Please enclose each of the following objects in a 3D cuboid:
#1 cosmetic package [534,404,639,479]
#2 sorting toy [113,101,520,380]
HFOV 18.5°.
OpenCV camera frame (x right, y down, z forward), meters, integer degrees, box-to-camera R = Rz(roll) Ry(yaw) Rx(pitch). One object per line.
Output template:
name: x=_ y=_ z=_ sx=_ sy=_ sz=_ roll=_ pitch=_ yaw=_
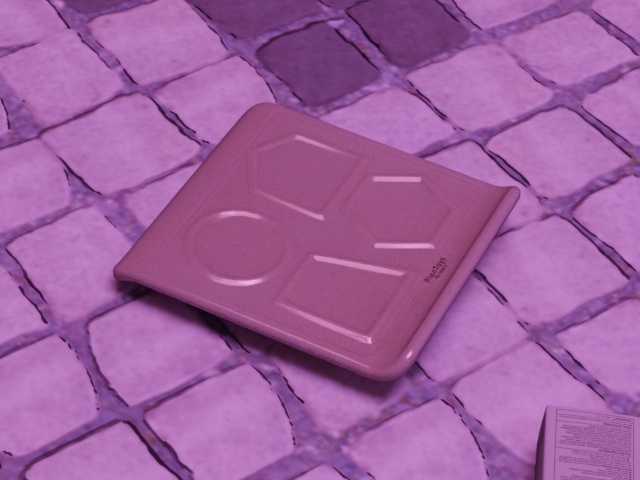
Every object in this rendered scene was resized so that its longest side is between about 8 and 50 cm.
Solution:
cosmetic package: x=0.151 y=0.151 z=1.108 sx=0.060 sy=0.041 sz=0.115 roll=9 pitch=44 yaw=3
sorting toy: x=0.000 y=0.000 z=1.260 sx=0.208 sy=0.038 sz=0.193 roll=18 pitch=45 yaw=19
